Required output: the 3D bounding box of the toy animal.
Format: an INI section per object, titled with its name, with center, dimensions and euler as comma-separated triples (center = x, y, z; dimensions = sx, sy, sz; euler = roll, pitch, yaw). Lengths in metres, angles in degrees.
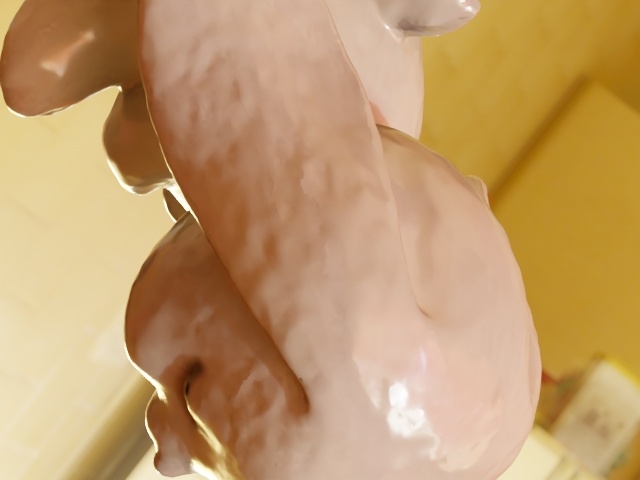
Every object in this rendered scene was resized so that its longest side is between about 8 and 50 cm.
[toy animal]
center = 0.000, 0.000, 0.873
dimensions = 0.271, 0.206, 0.265
euler = 46, 23, -49
